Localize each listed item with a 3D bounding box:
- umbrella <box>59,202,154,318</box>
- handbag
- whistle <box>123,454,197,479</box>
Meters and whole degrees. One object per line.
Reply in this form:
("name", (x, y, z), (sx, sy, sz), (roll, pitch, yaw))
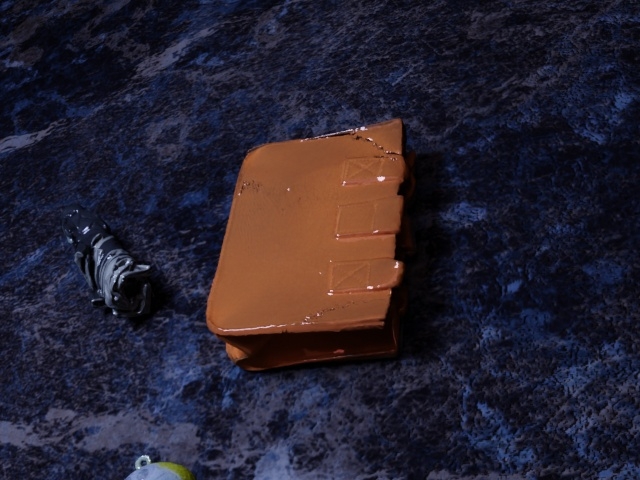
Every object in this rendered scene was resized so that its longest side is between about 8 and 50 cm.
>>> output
("umbrella", (-0.401, 0.026, 1.525), (0.106, 0.113, 0.357), (-16, 31, -27))
("handbag", (0.000, 0.000, 1.336), (0.303, 0.116, 0.410), (-7, 48, 18))
("whistle", (-0.197, 0.371, 1.093), (0.122, 0.123, 0.223), (-28, 57, 1))
